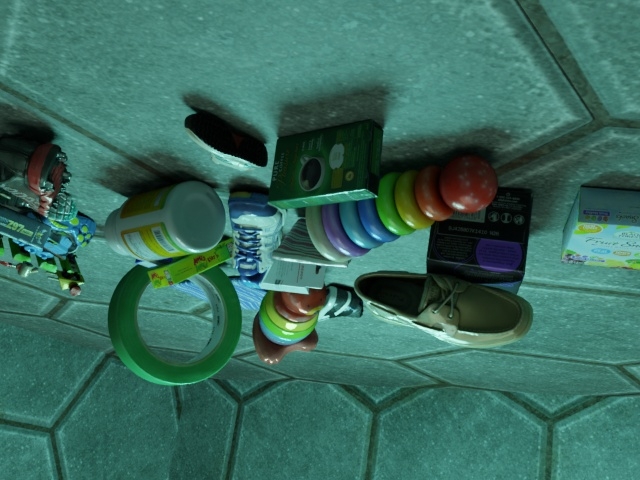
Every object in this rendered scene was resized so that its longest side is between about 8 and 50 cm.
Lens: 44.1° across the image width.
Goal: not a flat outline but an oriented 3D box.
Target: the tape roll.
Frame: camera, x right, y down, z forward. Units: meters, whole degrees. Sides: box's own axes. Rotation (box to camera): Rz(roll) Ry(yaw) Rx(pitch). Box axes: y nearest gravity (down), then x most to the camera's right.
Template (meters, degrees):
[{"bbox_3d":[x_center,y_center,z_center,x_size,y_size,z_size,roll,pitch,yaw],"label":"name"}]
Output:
[{"bbox_3d":[-0.350,0.189,1.921,0.321,0.321,0.077,18,161,-28],"label":"tape roll"}]

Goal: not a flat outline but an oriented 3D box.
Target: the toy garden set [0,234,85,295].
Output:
[{"bbox_3d":[-0.699,0.041,1.953,0.244,0.049,0.204,23,-165,-36],"label":"toy garden set"}]

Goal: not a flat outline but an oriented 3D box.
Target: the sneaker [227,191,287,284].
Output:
[{"bbox_3d":[-0.127,0.002,1.570,0.112,0.131,0.296,8,160,6],"label":"sneaker"}]

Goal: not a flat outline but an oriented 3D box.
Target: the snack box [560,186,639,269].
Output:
[{"bbox_3d":[0.506,-0.015,1.325,0.174,0.070,0.207,5,160,12],"label":"snack box"}]

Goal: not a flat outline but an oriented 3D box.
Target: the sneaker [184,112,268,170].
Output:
[{"bbox_3d":[-0.162,-0.147,1.249,0.075,0.057,0.161,-16,153,41],"label":"sneaker"}]

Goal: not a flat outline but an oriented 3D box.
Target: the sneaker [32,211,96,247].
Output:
[{"bbox_3d":[-0.573,-0.040,1.773,0.078,0.067,0.188,23,171,26],"label":"sneaker"}]

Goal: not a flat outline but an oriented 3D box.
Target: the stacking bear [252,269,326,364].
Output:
[{"bbox_3d":[-0.067,0.169,1.989,0.175,0.164,0.289,-17,157,-27],"label":"stacking bear"}]

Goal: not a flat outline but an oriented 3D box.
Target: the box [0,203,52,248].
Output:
[{"bbox_3d":[-0.706,-0.060,1.654,0.233,0.059,0.183,18,171,37],"label":"box"}]

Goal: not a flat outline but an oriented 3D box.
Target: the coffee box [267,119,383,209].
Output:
[{"bbox_3d":[0.006,-0.112,1.197,0.184,0.113,0.040,-7,159,36],"label":"coffee box"}]

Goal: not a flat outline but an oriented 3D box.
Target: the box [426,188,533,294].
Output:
[{"bbox_3d":[0.278,0.020,1.412,0.165,0.143,0.270,8,161,10],"label":"box"}]

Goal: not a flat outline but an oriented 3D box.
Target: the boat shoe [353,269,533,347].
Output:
[{"bbox_3d":[0.199,0.106,1.323,0.302,0.109,0.098,10,164,30],"label":"boat shoe"}]

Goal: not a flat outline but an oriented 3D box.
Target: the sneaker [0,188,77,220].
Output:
[{"bbox_3d":[-0.594,-0.085,1.654,0.166,0.065,0.076,21,174,-23],"label":"sneaker"}]

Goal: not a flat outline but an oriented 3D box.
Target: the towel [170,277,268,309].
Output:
[{"bbox_3d":[-0.228,0.158,2.226,0.336,0.040,0.243,-5,157,35],"label":"towel"}]

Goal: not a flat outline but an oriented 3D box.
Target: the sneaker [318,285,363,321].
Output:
[{"bbox_3d":[0.049,0.186,2.117,0.121,0.079,0.217,13,160,-13],"label":"sneaker"}]

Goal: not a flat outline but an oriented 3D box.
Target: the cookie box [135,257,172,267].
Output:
[{"bbox_3d":[-0.359,0.008,1.751,0.040,0.092,0.107,27,155,-34],"label":"cookie box"}]

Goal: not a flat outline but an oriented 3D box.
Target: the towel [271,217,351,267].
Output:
[{"bbox_3d":[0.000,0.000,1.492,0.144,0.029,0.197,5,-159,12],"label":"towel"}]

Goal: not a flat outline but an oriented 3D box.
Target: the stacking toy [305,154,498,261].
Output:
[{"bbox_3d":[0.138,-0.060,1.284,0.330,0.141,0.141,-14,152,39],"label":"stacking toy"}]

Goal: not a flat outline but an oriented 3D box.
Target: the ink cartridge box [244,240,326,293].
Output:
[{"bbox_3d":[-0.074,0.058,1.751,0.180,0.104,0.060,7,161,7],"label":"ink cartridge box"}]

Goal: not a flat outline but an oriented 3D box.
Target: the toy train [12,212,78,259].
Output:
[{"bbox_3d":[-0.643,-0.008,1.858,0.105,0.080,0.184,-2,160,13],"label":"toy train"}]

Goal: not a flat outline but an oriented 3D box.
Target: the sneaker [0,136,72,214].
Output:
[{"bbox_3d":[-0.534,-0.121,1.440,0.135,0.097,0.276,19,164,-9],"label":"sneaker"}]

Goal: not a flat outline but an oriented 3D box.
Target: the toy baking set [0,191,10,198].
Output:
[{"bbox_3d":[-0.697,-0.127,1.471,0.256,0.030,0.197,29,172,-13],"label":"toy baking set"}]

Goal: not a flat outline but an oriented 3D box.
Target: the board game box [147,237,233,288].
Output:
[{"bbox_3d":[-0.283,0.050,1.759,0.181,0.043,0.092,-27,-172,-41],"label":"board game box"}]

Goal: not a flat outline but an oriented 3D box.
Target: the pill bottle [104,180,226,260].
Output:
[{"bbox_3d":[-0.311,-0.032,1.537,0.246,0.136,0.136,-9,155,43],"label":"pill bottle"}]
